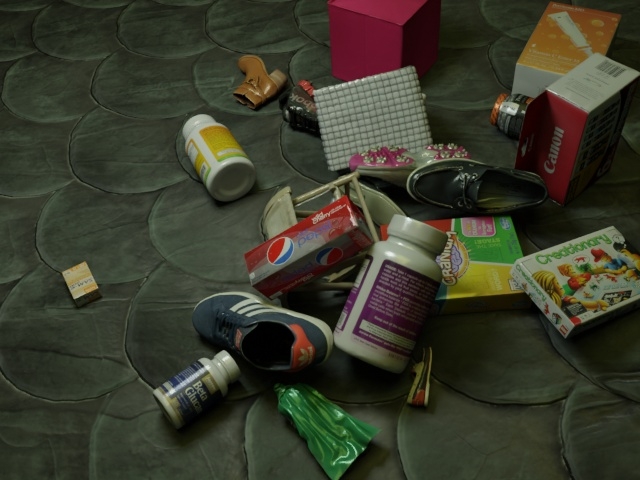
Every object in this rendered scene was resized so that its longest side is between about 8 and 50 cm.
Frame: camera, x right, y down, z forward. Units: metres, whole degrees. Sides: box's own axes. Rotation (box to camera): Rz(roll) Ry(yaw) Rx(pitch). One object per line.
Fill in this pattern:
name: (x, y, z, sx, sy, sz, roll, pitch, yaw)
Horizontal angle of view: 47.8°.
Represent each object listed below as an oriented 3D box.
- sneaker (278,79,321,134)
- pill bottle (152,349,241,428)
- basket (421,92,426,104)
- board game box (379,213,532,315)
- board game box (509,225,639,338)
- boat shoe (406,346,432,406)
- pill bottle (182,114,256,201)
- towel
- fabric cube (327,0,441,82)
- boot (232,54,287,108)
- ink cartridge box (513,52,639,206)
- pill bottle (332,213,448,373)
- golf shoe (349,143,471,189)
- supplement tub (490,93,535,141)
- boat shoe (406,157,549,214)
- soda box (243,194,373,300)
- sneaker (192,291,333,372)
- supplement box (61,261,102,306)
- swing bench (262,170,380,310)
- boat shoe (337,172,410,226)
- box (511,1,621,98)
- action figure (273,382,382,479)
sneaker: (-0.030, -0.352, 2.049, 0.135, 0.098, 0.276, -25, 49, -17)
pill bottle: (-0.251, 0.302, 1.493, 0.169, 0.094, 0.094, -34, 54, -22)
basket: (0.200, -0.367, 2.038, 0.167, 0.103, 0.113, 25, 55, 24)
board game box: (0.308, 0.058, 1.681, 0.316, 0.064, 0.242, -5, 48, 0)
board game box: (0.596, 0.085, 1.593, 0.305, 0.053, 0.193, -17, 53, -26)
boat shoe: (0.209, 0.281, 1.507, 0.043, 0.049, 0.137, 5, 54, 12)
pill bottle: (-0.280, -0.229, 1.934, 0.136, 0.136, 0.246, -23, 51, -15)
towel: (0.136, -0.313, 1.896, 0.283, 0.235, 0.121, -14, 14, 5)
fabric cube: (0.193, -0.625, 2.164, 0.259, 0.258, 0.254, 25, 56, 24)
boot: (-0.216, -0.483, 2.199, 0.197, 0.073, 0.152, 29, 61, 29)
ink cartridge box: (0.612, -0.249, 1.763, 0.271, 0.310, 0.130, -35, 55, -22)
pill bottle: (0.153, 0.107, 1.499, 0.169, 0.169, 0.302, 23, 88, 23)
golf shoe: (0.224, -0.166, 1.826, 0.306, 0.140, 0.115, 0, 32, 0)
supplement tub: (0.569, -0.329, 1.964, 0.190, 0.117, 0.117, 24, 55, 23)
boat shoe: (0.380, -0.121, 1.721, 0.339, 0.127, 0.113, 9, 12, -3)
soda box: (-0.026, 0.018, 1.516, 0.263, 0.083, 0.092, -29, 51, 14)
sneaker: (-0.153, 0.191, 1.500, 0.349, 0.131, 0.148, 6, 11, 31)
supplement box: (-0.572, 0.104, 1.733, 0.062, 0.036, 0.098, -27, 52, -17)
swing bench: (0.000, 0.000, 1.692, 0.254, 0.165, 0.253, -12, 50, -6)
boat shoe: (0.148, -0.100, 1.826, 0.233, 0.084, 0.079, 39, 39, 26)
box: (0.704, -0.510, 2.078, 0.214, 0.168, 0.345, 18, 52, 20)
action figure: (-0.008, 0.359, 1.444, 0.232, 0.064, 0.137, 36, 62, 26)
